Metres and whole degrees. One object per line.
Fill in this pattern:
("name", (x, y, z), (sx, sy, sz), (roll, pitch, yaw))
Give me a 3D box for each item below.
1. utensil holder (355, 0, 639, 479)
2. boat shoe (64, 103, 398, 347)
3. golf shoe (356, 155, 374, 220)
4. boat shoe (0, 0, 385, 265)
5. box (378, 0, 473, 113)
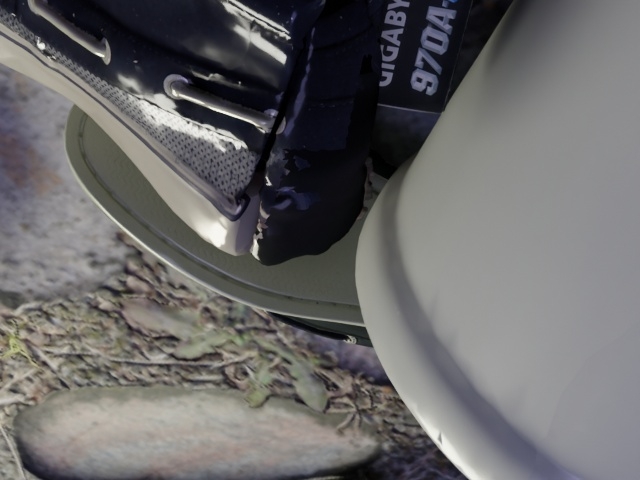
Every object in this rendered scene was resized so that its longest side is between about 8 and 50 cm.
("utensil holder", (0.245, -0.064, 0.899), (0.327, 0.328, 0.385), (22, 125, -12))
("boat shoe", (0.002, -0.004, 1.107), (0.340, 0.127, 0.113), (15, 167, -14))
("golf shoe", (-0.024, -0.097, 1.007), (0.086, 0.067, 0.186), (-8, 94, -16))
("boat shoe", (-0.095, -0.148, 0.905), (0.340, 0.127, 0.158), (38, 136, 24))
("box", (0.060, -0.199, 0.893), (0.051, 0.175, 0.220), (9, 131, -4))
